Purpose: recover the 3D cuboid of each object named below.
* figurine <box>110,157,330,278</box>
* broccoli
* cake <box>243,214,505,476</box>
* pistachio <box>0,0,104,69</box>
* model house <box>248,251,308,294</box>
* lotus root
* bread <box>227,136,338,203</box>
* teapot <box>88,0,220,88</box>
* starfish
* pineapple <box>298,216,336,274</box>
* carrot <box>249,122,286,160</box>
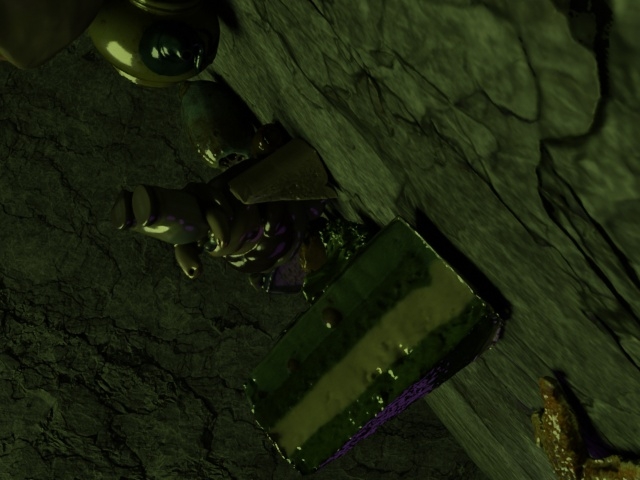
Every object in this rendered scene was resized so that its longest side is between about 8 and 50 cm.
[{"bbox_3d":[-0.173,-0.044,0.984,0.380,0.248,0.203,0,-120,-50],"label":"figurine"},{"bbox_3d":[0.043,0.050,0.871,0.154,0.160,0.167,-146,37,-77],"label":"broccoli"},{"bbox_3d":[0.067,0.135,0.656,0.158,0.283,0.172,50,-168,27],"label":"cake"},{"bbox_3d":[-0.329,-0.367,0.517,0.445,0.281,0.365,142,125,-69],"label":"pistachio"},{"bbox_3d":[-0.143,0.017,1.788,0.298,0.284,0.243,54,170,-29],"label":"model house"},{"bbox_3d":[-0.244,-0.288,1.279,0.158,0.140,0.322,18,-144,-52],"label":"lotus root"},{"bbox_3d":[-0.059,-0.085,0.899,0.077,0.152,0.105,47,169,50],"label":"bread"},{"bbox_3d":[-0.218,-0.320,0.727,0.269,0.173,0.182,67,149,24],"label":"teapot"},{"bbox_3d":[0.305,0.265,0.583,0.302,0.060,0.299,56,176,-37],"label":"starfish"},{"bbox_3d":[0.001,-0.001,1.203,0.128,0.128,0.248,53,-177,-19],"label":"pineapple"},{"bbox_3d":[-0.109,-0.184,1.139,0.070,0.070,0.342,52,177,-5],"label":"carrot"}]
